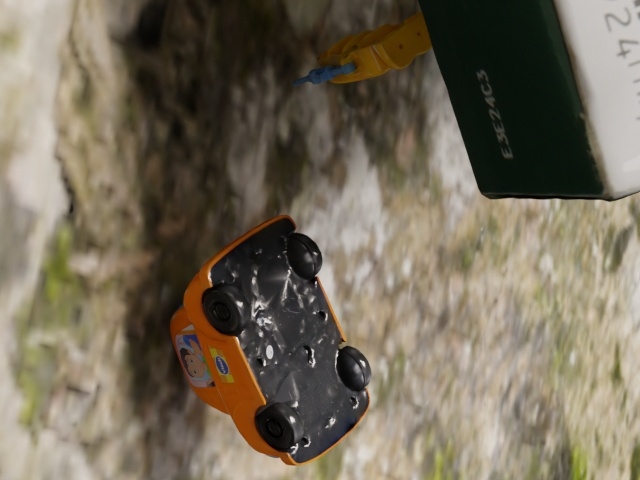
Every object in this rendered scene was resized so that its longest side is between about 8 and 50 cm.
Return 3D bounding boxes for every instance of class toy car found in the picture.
[{"bbox_3d":[0.000,0.000,0.487,0.060,0.041,0.122,53,50,-25],"label":"toy car"}]

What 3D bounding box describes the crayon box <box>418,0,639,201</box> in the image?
[{"bbox_3d":[0.163,-0.156,0.468,0.323,0.083,0.203,-20,97,-15],"label":"crayon box"}]
